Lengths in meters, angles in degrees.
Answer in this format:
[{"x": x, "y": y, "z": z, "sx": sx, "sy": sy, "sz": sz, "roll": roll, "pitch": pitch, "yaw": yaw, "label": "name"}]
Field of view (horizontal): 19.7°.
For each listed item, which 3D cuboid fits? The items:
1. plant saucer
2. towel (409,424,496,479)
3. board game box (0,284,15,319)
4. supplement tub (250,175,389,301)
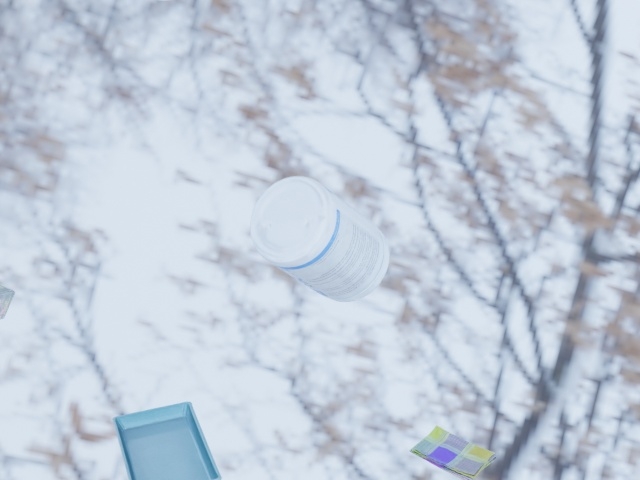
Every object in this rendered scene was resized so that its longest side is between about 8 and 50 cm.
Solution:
[{"x": -0.121, "y": 0.167, "z": 1.442, "sx": 0.192, "sy": 0.067, "sz": 0.018, "roll": -133, "pitch": -147, "yaw": -74, "label": "plant saucer"}, {"x": 0.147, "y": 0.234, "z": 2.035, "sx": 0.083, "sy": 0.060, "sz": 0.009, "roll": 24, "pitch": -54, "yaw": 28, "label": "towel"}, {"x": -0.302, "y": 0.026, "z": 1.339, "sx": 0.260, "sy": 0.136, "sz": 0.030, "roll": 164, "pitch": -54, "yaw": -87, "label": "board game box"}, {"x": 0.000, "y": 0.000, "z": 1.396, "sx": 0.071, "sy": 0.107, "sz": 0.071, "roll": -11, "pitch": -114, "yaw": 25, "label": "supplement tub"}]
